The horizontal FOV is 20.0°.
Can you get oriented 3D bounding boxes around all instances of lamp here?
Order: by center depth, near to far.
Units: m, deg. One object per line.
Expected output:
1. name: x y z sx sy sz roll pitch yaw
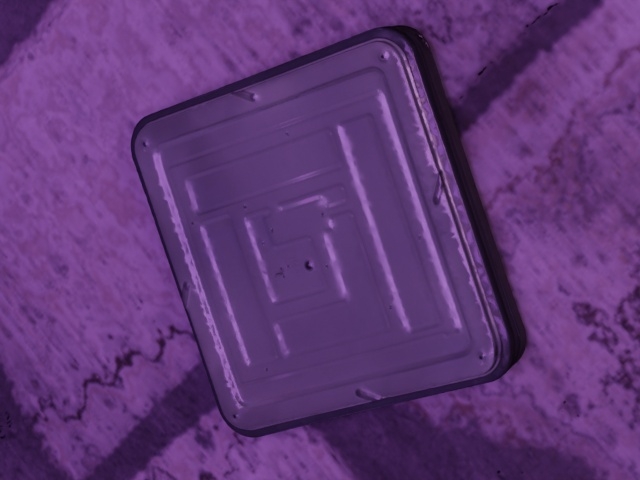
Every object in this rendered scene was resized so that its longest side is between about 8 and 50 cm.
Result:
1. lamp: 0.000 0.000 1.372 0.266 0.047 0.269 -18 93 33
